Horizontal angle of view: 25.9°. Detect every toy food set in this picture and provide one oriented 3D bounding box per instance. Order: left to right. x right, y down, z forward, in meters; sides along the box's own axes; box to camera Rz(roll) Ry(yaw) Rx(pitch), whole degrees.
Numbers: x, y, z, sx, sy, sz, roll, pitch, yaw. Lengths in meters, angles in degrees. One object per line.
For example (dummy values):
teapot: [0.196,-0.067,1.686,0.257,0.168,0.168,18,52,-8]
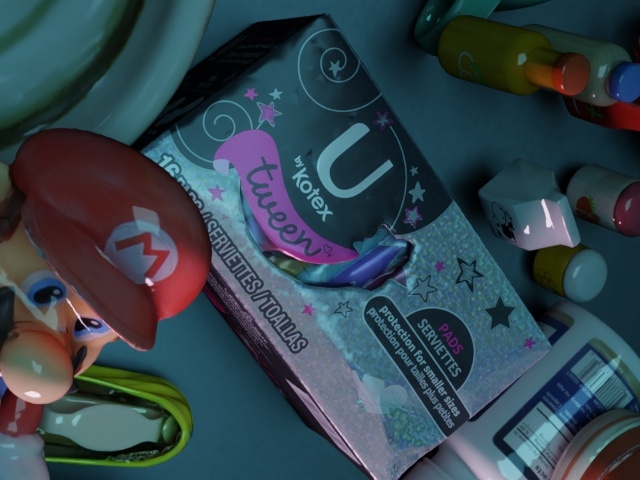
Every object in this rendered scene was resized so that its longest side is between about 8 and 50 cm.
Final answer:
toy food set: [0.172,-0.053,0.897,0.111,0.104,0.232,-38,126,-20]

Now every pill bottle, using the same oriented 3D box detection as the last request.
pill bottle: [0.137,0.130,0.946,0.169,0.094,0.094,-43,106,-9]

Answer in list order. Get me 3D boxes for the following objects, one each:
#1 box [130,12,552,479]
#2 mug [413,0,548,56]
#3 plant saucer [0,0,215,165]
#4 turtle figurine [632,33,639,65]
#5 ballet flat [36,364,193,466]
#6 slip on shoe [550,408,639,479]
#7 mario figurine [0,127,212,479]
box: [0.000,0.000,0.851,0.142,0.163,0.247,-39,106,-9]
mug: [0.125,-0.202,0.903,0.129,0.097,0.158,-8,98,-17]
plant saucer: [-0.235,-0.205,0.736,0.400,0.100,0.401,5,120,8]
turtle figurine: [0.283,-0.084,0.962,0.175,0.118,0.234,-37,112,-53]
ballet flat: [-0.186,0.100,0.849,0.230,0.077,0.077,10,94,-18]
slip on shoe: [0.187,0.275,0.935,0.123,0.101,0.331,-8,120,-35]
mario figurine: [-0.194,0.064,0.702,0.320,0.198,0.170,-29,77,21]
